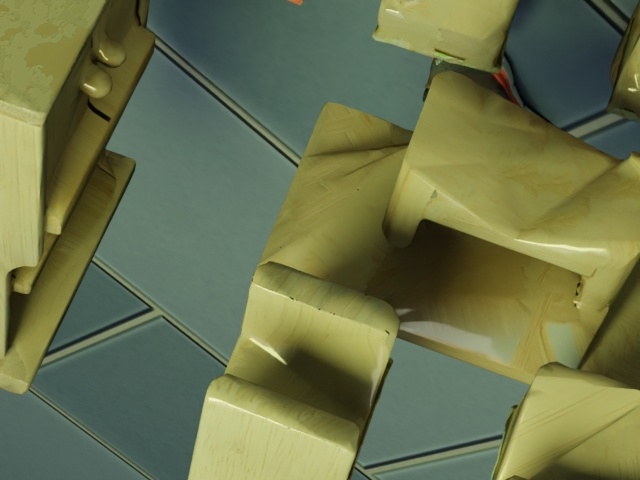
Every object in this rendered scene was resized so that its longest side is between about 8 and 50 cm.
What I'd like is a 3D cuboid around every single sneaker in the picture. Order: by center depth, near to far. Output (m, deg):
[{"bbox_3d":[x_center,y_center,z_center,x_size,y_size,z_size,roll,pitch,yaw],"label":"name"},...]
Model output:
[{"bbox_3d":[0.107,-0.056,1.128,0.061,0.065,0.158,-5,136,45],"label":"sneaker"}]

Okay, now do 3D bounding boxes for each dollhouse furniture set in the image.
[{"bbox_3d":[0.000,0.000,0.949,0.394,0.362,0.256,20,146,3],"label":"dollhouse furniture set"}]

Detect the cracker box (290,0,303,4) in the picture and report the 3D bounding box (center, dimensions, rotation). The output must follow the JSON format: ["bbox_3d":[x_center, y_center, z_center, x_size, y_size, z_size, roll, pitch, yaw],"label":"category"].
[{"bbox_3d":[-0.098,-0.242,1.016,0.232,0.067,0.155,23,150,11],"label":"cracker box"}]
